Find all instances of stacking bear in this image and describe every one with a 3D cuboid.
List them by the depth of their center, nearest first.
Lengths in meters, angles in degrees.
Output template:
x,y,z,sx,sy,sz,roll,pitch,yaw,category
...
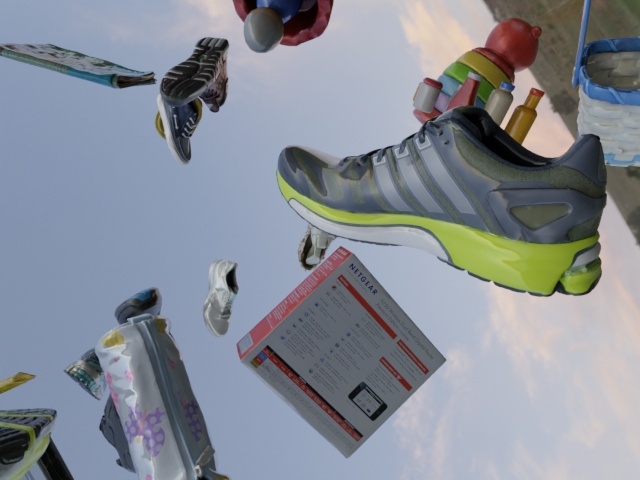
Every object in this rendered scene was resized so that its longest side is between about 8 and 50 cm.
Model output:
x,y,z,sx,sy,sz,roll,pitch,yaw,category
0.358,-0.352,1.033,0.164,0.289,0.175,32,-164,-29,stacking bear

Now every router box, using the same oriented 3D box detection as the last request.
x,y,z,sx,sy,sz,roll,pitch,yaw,category
0.050,0.235,0.972,0.301,0.082,0.335,-43,-72,-5,router box

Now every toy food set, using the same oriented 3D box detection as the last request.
x,y,z,sx,sy,sz,roll,pitch,yaw,category
0.270,-0.261,0.845,0.111,0.104,0.232,-14,-136,-46,toy food set
-0.455,-0.430,1.541,0.128,0.218,0.071,30,-161,-20,toy food set

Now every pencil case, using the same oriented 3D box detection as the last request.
x,y,z,sx,sy,sz,roll,pitch,yaw,category
-0.222,0.241,0.649,0.113,0.124,0.273,-18,-116,-27,pencil case

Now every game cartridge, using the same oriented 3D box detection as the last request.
x,y,z,sx,sy,sz,roll,pitch,yaw,category
-0.627,0.496,0.993,0.062,0.198,0.297,-43,-64,-60,game cartridge

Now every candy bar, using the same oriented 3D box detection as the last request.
x,y,z,sx,sy,sz,roll,pitch,yaw,category
-0.639,0.291,0.912,0.040,0.161,0.018,52,-161,-59,candy bar

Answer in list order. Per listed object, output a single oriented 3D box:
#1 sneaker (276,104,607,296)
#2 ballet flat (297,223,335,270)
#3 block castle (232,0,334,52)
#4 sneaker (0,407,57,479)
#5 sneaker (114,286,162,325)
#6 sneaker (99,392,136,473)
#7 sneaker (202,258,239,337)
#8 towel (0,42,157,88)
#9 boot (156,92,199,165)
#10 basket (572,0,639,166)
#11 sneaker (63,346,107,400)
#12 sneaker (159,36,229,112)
x,y,z,sx,sy,sz,roll,pitch,yaw,category
0.090,-0.058,0.406,0.111,0.300,0.121,-30,-50,-52,sneaker
0.000,0.000,1.111,0.091,0.241,0.077,11,-124,-7,ballet flat
0.119,-0.246,0.217,0.303,0.453,0.213,57,-133,-59,block castle
-0.451,0.307,0.629,0.145,0.385,0.147,9,-111,-31,sneaker
-0.467,0.247,1.247,0.125,0.341,0.139,-28,-110,-39,sneaker
-0.368,0.323,0.892,0.109,0.130,0.286,-20,-75,-69,sneaker
-0.257,0.157,1.251,0.080,0.094,0.212,3,-93,-51,sneaker
-0.708,-0.518,1.363,0.370,0.040,0.271,16,-158,-1,towel
-0.350,-0.291,1.195,0.069,0.086,0.190,-65,-36,-66,boot
0.480,-0.247,0.642,0.289,0.255,0.201,81,-154,-47,basket
-0.588,0.345,1.247,0.110,0.283,0.122,43,-121,-4,sneaker
-0.285,-0.364,1.141,0.106,0.162,0.281,13,-130,10,sneaker
